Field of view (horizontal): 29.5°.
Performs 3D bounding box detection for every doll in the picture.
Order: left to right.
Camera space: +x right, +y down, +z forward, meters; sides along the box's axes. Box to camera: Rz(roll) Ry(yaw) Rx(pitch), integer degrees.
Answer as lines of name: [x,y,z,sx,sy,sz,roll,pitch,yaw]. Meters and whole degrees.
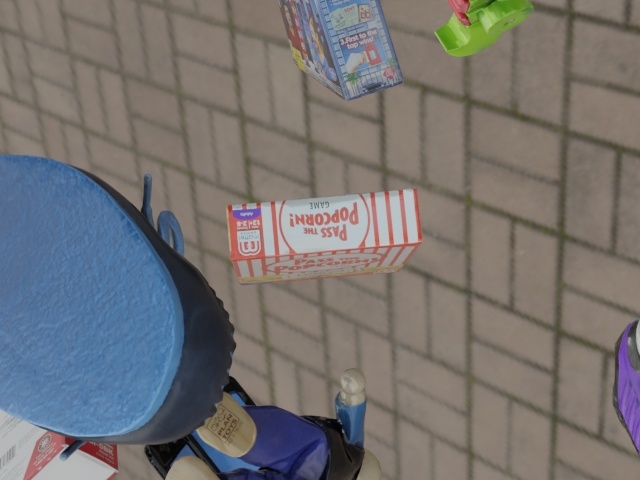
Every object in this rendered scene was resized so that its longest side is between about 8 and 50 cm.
doll: [-0.010,0.132,0.716,0.046,0.189,0.129,25,88,32]

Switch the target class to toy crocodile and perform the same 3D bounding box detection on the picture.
toy crocodile: [0.183,-0.310,1.407,0.115,0.105,0.340,62,179,10]

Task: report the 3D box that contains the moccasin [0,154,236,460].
moccasin: [-0.143,0.014,0.657,0.342,0.117,0.138,27,89,46]

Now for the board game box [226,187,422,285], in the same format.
board game box: [0.000,0.000,1.002,0.193,0.146,0.045,97,168,-82]

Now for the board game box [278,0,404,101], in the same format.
board game box: [0.000,-0.245,1.123,0.194,0.060,0.194,-130,24,-66]

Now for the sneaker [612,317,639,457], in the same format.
sneaker: [0.446,0.241,1.578,0.146,0.102,0.293,135,130,-67]

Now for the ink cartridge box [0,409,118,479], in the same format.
ink cartridge box: [-0.215,0.154,0.980,0.056,0.135,0.099,35,114,-31]

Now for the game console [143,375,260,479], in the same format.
game console: [-0.084,0.199,1.094,0.071,0.107,0.122,-38,93,16]
